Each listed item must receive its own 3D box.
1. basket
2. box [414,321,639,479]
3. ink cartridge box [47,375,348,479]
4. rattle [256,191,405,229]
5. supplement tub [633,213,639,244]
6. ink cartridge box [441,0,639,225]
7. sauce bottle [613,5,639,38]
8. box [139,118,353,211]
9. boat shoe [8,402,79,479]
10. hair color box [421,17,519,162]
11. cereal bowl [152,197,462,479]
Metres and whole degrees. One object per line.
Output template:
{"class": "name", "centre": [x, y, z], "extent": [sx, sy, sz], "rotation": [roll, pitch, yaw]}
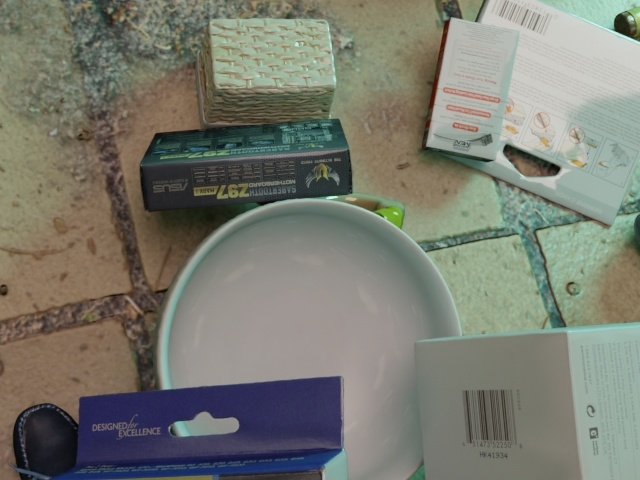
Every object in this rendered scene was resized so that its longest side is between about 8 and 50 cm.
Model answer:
{"class": "basket", "centre": [-0.067, -0.207, 1.404], "extent": [0.167, 0.103, 0.113], "rotation": [-3, 69, -12]}
{"class": "box", "centre": [0.301, 0.173, 1.190], "extent": [0.345, 0.215, 0.168], "rotation": [-1, 84, -37]}
{"class": "ink cartridge box", "centre": [-0.120, 0.288, 1.047], "extent": [0.303, 0.072, 0.307], "rotation": [-8, 78, 23]}
{"class": "rattle", "centre": [0.000, 0.000, 1.378], "extent": [0.199, 0.143, 0.130], "rotation": [5, 35, 6]}
{"class": "supplement tub", "centre": [0.502, -0.046, 1.456], "extent": [0.198, 0.106, 0.106], "rotation": [-28, 77, -20]}
{"class": "ink cartridge box", "centre": [0.307, -0.179, 1.497], "extent": [0.275, 0.060, 0.239], "rotation": [23, 91, -2]}
{"class": "sauce bottle", "centre": [0.478, -0.319, 1.592], "extent": [0.128, 0.042, 0.042], "rotation": [-19, 74, -16]}
{"class": "box", "centre": [-0.083, -0.090, 1.295], "extent": [0.232, 0.183, 0.059], "rotation": [-6, 106, -2]}
{"class": "boat shoe", "centre": [-0.242, 0.281, 1.184], "extent": [0.109, 0.089, 0.258], "rotation": [-30, 78, -21]}
{"class": "hair color box", "centre": [0.191, -0.191, 1.438], "extent": [0.093, 0.053, 0.167], "rotation": [11, 89, -3]}
{"class": "cereal bowl", "centre": [-0.022, 0.125, 1.240], "extent": [0.338, 0.141, 0.339], "rotation": [1, 87, -16]}
